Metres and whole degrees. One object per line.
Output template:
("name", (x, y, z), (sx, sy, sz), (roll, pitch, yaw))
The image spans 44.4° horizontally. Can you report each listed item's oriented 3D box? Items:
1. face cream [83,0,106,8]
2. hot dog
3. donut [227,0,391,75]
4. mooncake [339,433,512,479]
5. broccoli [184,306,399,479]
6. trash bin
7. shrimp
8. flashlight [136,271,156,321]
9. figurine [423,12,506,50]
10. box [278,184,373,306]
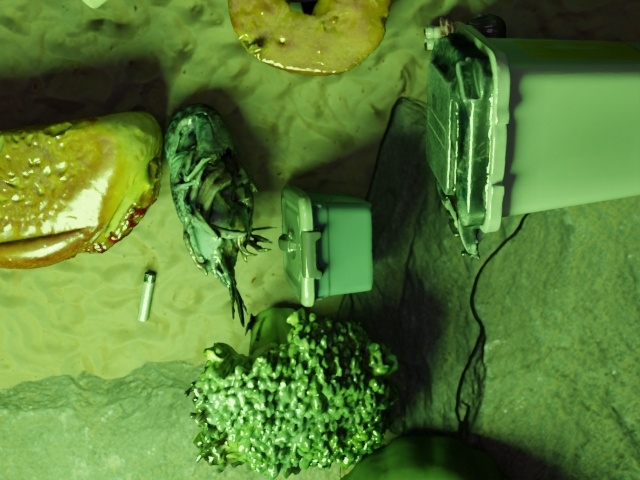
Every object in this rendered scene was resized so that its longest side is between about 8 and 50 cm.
("face cream", (-0.268, -0.527, 1.200), (0.348, 0.081, 0.173), (-34, 95, 10))
("hot dog", (-0.440, -0.074, 1.240), (0.405, 0.185, 0.223), (-8, 98, 6))
("donut", (-0.015, -0.366, 1.188), (0.253, 0.118, 0.253), (1, 98, 8))
("mooncake", (0.167, 0.495, 1.283), (0.351, 0.187, 0.351), (1, 103, 4))
("broccoli", (-0.042, 0.249, 1.217), (0.334, 0.272, 0.324), (-12, 104, -3))
("trash bin", (0.347, -0.152, 1.128), (0.367, 0.256, 0.296), (-4, 115, -3))
("shrimp", (-0.165, -0.056, 1.190), (0.137, 0.172, 0.372), (-33, 66, 15))
("flashlight", (-0.297, 0.096, 1.340), (0.018, 0.018, 0.083), (13, 100, 5))
("figurine", (0.224, -0.309, 1.207), (0.129, 0.054, 0.072), (-3, 107, 7))
("box", (0.000, 0.000, 1.199), (0.130, 0.227, 0.162), (-3, 99, -9))
